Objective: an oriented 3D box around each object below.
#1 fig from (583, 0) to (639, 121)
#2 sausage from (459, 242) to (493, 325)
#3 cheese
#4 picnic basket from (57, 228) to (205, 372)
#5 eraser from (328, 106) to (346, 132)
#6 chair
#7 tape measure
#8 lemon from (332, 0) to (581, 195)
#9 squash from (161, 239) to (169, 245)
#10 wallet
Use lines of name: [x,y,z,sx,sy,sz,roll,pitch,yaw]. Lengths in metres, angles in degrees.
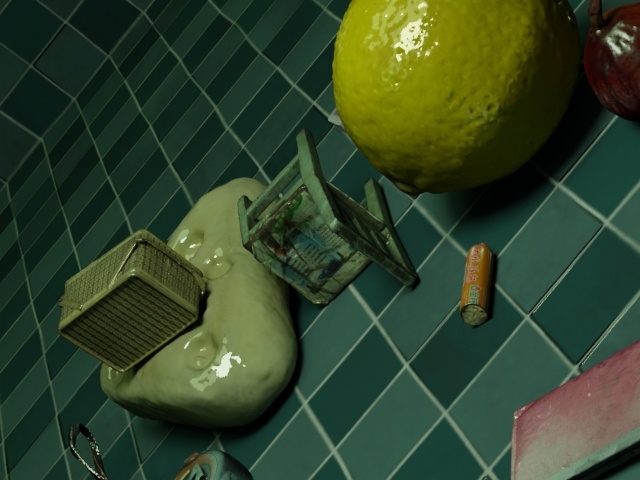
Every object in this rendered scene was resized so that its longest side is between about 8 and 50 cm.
fig: [0.320,-0.184,1.537,0.128,0.150,0.128,-7,73,23]
sausage: [0.165,0.040,1.619,0.031,0.031,0.107,-34,30,37]
cheese: [-0.110,0.086,1.950,0.351,0.129,0.328,-58,29,-11]
picnic basket: [-0.231,0.075,1.878,0.164,0.115,0.079,-35,33,29]
eraser: [0.057,-0.200,2.165,0.105,0.026,0.065,-53,20,0]
chair: [0.000,0.000,1.850,0.147,0.136,0.270,-47,25,16]
tape measure: [-0.157,0.223,1.515,0.107,0.180,0.104,-50,8,-1]
lemon: [0.147,-0.192,1.684,0.293,0.293,0.293,-41,26,25]
squash: [-0.207,0.031,2.276,0.258,0.069,0.069,-5,52,61]
wallet: [0.252,0.142,1.319,0.232,0.025,0.119,-36,29,34]
